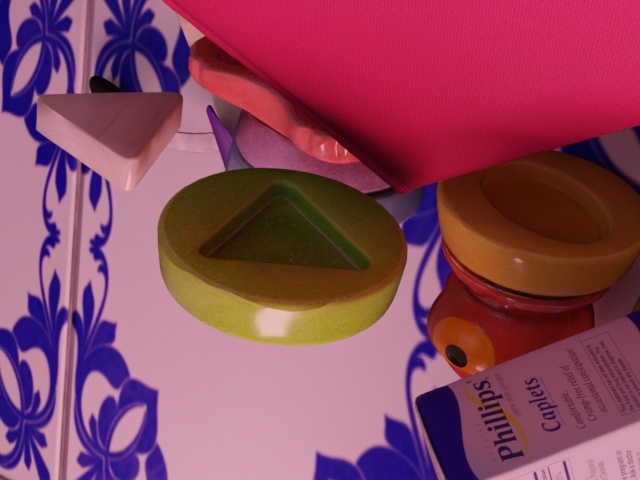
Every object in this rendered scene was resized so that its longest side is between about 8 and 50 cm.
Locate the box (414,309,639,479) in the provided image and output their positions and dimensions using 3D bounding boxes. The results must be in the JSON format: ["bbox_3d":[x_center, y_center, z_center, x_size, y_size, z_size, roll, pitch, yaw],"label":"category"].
[{"bbox_3d":[0.130,0.116,0.791,0.072,0.137,0.126,-113,2,-51],"label":"box"}]

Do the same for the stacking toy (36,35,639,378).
[{"bbox_3d":[0.000,0.000,0.936,0.309,0.279,0.130,42,136,41],"label":"stacking toy"}]

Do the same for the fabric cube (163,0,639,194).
[{"bbox_3d":[0.078,-0.210,0.765,0.258,0.254,0.259,-14,49,46],"label":"fabric cube"}]

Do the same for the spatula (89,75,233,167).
[{"bbox_3d":[-0.118,-0.084,1.239,0.296,0.030,0.084,30,144,50],"label":"spatula"}]

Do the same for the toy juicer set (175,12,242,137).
[{"bbox_3d":[-0.070,-0.247,1.145,0.209,0.089,0.329,50,128,36],"label":"toy juicer set"}]

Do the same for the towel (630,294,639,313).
[{"bbox_3d":[0.245,-0.032,0.828,0.102,0.021,0.237,47,125,43],"label":"towel"}]
